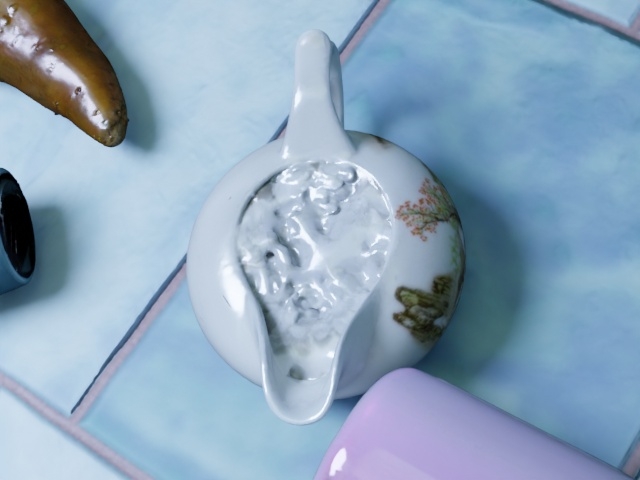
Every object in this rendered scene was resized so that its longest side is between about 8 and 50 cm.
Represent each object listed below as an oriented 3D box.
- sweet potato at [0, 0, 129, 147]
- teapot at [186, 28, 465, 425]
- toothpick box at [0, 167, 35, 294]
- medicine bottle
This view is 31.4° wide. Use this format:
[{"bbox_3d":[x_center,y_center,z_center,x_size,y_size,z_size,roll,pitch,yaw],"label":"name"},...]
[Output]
[{"bbox_3d":[-0.292,-0.196,0.991,0.359,0.112,0.112,27,74,24],"label":"sweet potato"},{"bbox_3d":[0.000,0.000,0.825,0.204,0.139,0.298,-8,65,10],"label":"teapot"},{"bbox_3d":[-0.322,0.005,0.898,0.184,0.120,0.120,-10,64,3],"label":"toothpick box"},{"bbox_3d":[0.125,0.196,0.704,0.255,0.152,0.152,27,74,21],"label":"medicine bottle"}]
